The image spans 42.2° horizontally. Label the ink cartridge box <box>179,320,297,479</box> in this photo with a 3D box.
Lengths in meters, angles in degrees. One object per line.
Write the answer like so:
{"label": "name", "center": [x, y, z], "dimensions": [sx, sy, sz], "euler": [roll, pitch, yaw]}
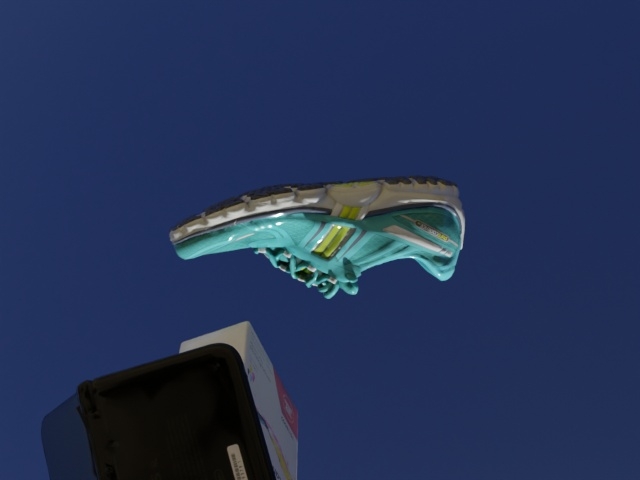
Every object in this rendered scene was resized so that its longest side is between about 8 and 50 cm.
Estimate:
{"label": "ink cartridge box", "center": [-0.066, 0.172, 0.634], "dimensions": [0.067, 0.115, 0.198], "euler": [-18, -148, 11]}

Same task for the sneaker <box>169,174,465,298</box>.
{"label": "sneaker", "center": [0.000, 0.000, 0.763], "dimensions": [0.276, 0.107, 0.109], "euler": [-3, -85, -5]}

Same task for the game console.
{"label": "game console", "center": [-0.072, 0.122, 0.378], "dimensions": [0.107, 0.071, 0.122], "euler": [-16, -106, -8]}
